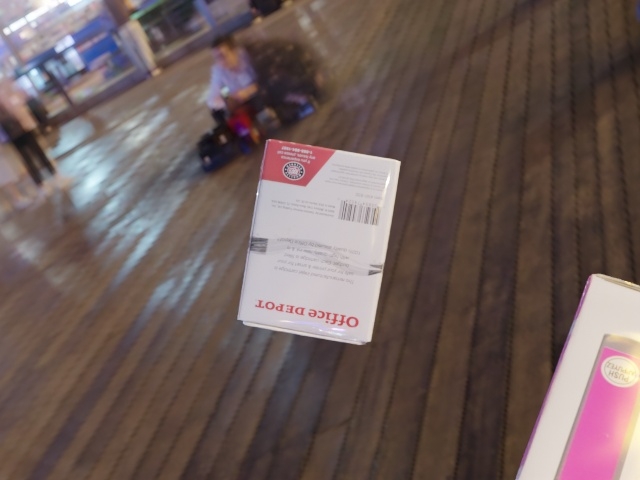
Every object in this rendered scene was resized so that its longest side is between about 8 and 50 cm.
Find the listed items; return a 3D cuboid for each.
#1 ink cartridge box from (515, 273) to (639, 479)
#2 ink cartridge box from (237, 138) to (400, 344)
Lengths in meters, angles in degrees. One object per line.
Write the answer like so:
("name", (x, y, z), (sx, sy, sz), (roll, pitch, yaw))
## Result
("ink cartridge box", (0.088, 0.204, 0.520), (0.069, 0.175, 0.371), (18, 51, 12))
("ink cartridge box", (0.000, 0.000, 0.839), (0.099, 0.135, 0.056), (10, 4, 3))
